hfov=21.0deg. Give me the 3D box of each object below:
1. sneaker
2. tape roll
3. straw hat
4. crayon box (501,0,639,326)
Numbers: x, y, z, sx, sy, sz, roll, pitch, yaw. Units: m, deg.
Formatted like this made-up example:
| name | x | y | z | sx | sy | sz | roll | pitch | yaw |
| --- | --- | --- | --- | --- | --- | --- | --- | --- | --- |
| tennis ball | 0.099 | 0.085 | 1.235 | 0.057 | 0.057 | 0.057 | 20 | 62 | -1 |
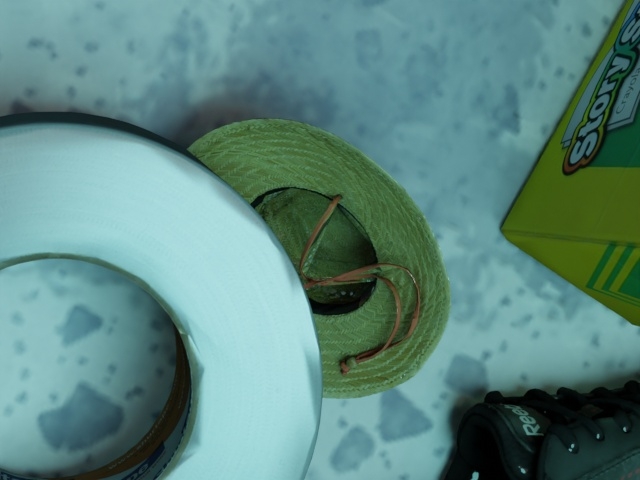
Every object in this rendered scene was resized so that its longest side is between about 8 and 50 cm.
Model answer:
| name | x | y | z | sx | sy | sz | roll | pitch | yaw |
| --- | --- | --- | --- | --- | --- | --- | --- | --- | --- |
| sneaker | 0.144 | 0.113 | 0.847 | 0.276 | 0.097 | 0.135 | -35 | 108 | -15 |
| tape roll | -0.112 | 0.056 | 0.728 | 0.219 | 0.072 | 0.219 | -2 | 99 | -11 |
| straw hat | 0.000 | 0.000 | 0.797 | 0.144 | 0.144 | 0.061 | 64 | 31 | -14 |
| crayon box | 0.267 | -0.125 | 0.764 | 0.106 | 0.313 | 0.363 | 32 | 82 | -18 |
